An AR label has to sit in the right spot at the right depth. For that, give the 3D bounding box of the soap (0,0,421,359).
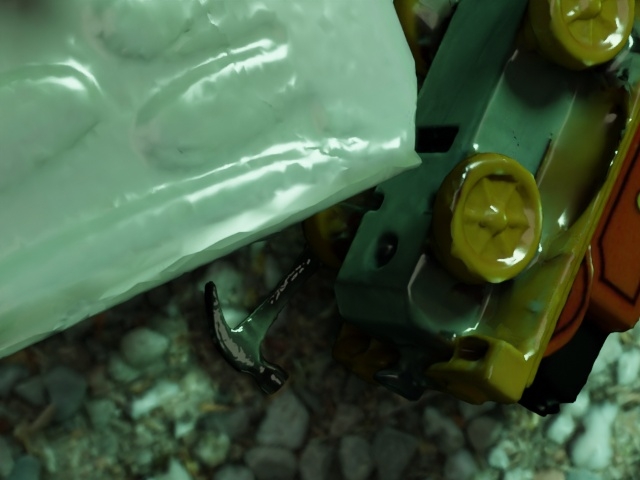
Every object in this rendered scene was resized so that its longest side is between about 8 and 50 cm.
[{"bbox_3d":[-0.172,-0.168,0.846,0.350,0.213,0.435,-21,94,-27],"label":"soap"}]

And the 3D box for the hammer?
[{"bbox_3d":[0.000,0.000,1.036,0.078,0.021,0.201,42,73,-9],"label":"hammer"}]

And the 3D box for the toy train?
[{"bbox_3d":[0.148,-0.056,1.012,0.232,0.163,0.369,32,74,-30],"label":"toy train"}]
